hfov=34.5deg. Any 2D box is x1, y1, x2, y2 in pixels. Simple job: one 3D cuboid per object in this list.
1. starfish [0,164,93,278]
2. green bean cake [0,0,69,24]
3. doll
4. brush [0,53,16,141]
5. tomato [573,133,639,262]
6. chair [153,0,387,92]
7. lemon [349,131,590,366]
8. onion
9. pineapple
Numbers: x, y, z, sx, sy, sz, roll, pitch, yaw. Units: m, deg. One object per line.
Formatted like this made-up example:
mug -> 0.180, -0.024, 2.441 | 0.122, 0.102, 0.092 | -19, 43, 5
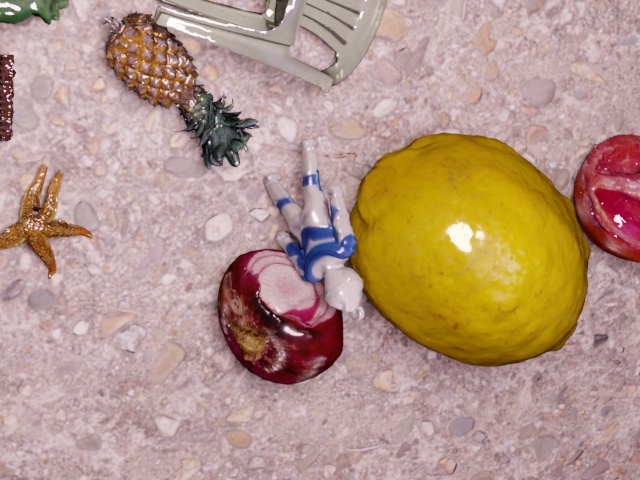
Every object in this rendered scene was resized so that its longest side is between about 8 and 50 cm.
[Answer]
starfish -> -0.337, -0.009, 1.191 | 0.130, 0.041, 0.133 | -22, 111, -11
green bean cake -> -0.284, -0.374, 1.040 | 0.308, 0.169, 0.300 | -9, 107, -19
doll -> 0.000, 0.000, 1.223 | 0.057, 0.227, 0.114 | 8, 144, -47
brush -> -0.363, -0.092, 1.148 | 0.036, 0.043, 0.247 | 3, 99, -17
tomato -> 0.421, -0.047, 1.426 | 0.173, 0.099, 0.189 | 21, 57, -9
chair -> -0.033, -0.293, 1.159 | 0.275, 0.190, 0.203 | 20, 99, -15
lemon -> 0.187, 0.017, 1.260 | 0.316, 0.285, 0.285 | 42, 88, 10
onion -> -0.039, 0.093, 1.286 | 0.173, 0.198, 0.135 | 50, 124, 13
pineapple -> -0.164, -0.174, 1.174 | 0.083, 0.103, 0.221 | -46, 113, -3
